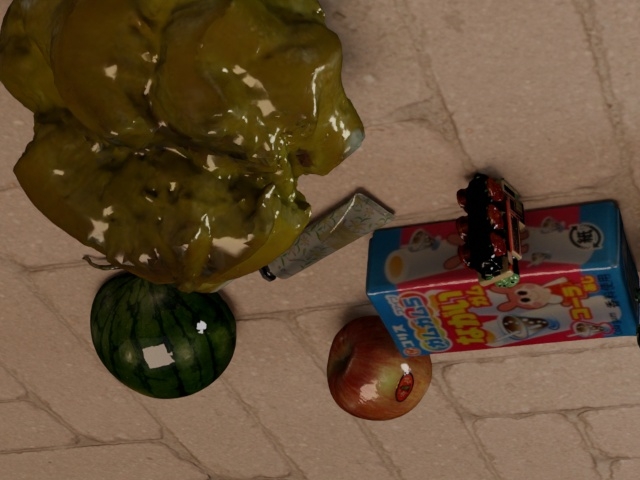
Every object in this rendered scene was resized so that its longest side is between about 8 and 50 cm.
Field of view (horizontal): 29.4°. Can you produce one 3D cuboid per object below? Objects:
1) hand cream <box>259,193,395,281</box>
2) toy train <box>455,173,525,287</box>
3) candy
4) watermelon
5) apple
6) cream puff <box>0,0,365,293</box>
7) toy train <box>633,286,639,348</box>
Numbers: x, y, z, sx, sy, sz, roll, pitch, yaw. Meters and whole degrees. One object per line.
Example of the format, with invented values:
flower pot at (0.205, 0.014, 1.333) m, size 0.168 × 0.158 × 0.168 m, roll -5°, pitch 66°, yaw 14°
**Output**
hand cream at (0.000, 0.000, 1.497) m, size 0.194 × 0.042 × 0.067 m, roll -30°, pitch 129°, yaw 35°
toy train at (0.194, -0.008, 1.367) m, size 0.050 × 0.138 × 0.087 m, roll -25°, pitch 138°, yaw 34°
candy at (0.221, 0.052, 1.477) m, size 0.305 × 0.100 × 0.157 m, roll -6°, pitch 143°, yaw 21°
watermelon at (-0.222, 0.139, 1.661) m, size 0.204 × 0.127 × 0.232 m, roll 7°, pitch 139°, yaw 7°
apple at (0.079, 0.171, 1.633) m, size 0.131 × 0.146 × 0.146 m, roll 20°, pitch 143°, yaw -25°
cream puff at (-0.141, -0.103, 1.186) m, size 0.378 × 0.276 × 0.378 m, roll 7°, pitch 143°, yaw 5°
toy train at (0.457, 0.077, 1.390) m, size 0.154 × 0.198 × 0.107 m, roll -8°, pitch 103°, yaw 58°
